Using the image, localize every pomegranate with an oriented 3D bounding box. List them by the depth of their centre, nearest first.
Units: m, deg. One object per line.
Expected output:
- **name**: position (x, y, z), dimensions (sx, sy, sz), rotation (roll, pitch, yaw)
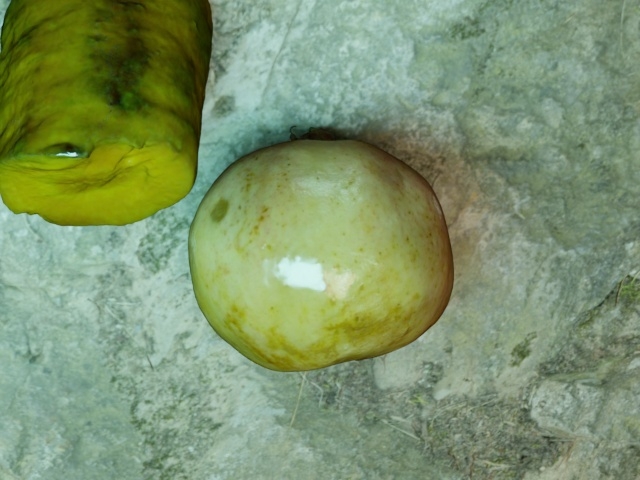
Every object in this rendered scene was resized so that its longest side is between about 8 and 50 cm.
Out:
- **pomegranate**: position (0.000, 0.000, 1.542), dimensions (0.338, 0.338, 0.338), rotation (-9, 124, -14)

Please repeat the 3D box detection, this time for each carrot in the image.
- **carrot**: position (-0.247, -0.176, 1.382), dimensions (0.241, 0.341, 0.241), rotation (0, 149, 0)
